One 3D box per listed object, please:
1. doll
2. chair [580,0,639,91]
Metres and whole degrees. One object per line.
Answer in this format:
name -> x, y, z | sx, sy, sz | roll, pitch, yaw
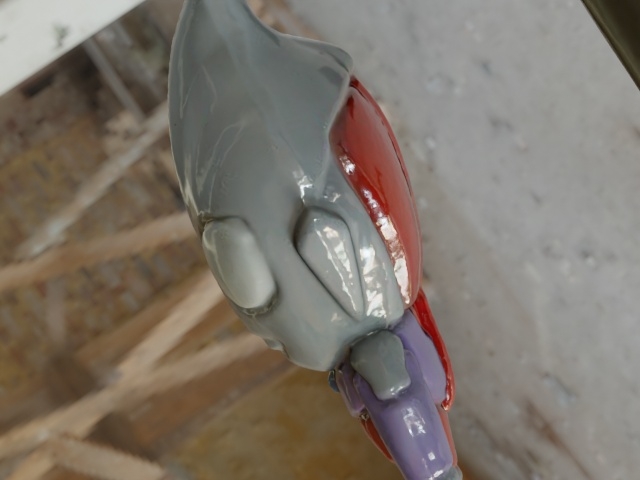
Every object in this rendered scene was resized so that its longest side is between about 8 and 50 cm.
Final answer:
doll -> 0.000, 0.000, 0.564 | 0.227, 0.075, 0.102 | 64, 176, -18
chair -> 0.277, -0.009, 0.310 | 0.365, 0.362, 0.410 | 12, -122, -45
